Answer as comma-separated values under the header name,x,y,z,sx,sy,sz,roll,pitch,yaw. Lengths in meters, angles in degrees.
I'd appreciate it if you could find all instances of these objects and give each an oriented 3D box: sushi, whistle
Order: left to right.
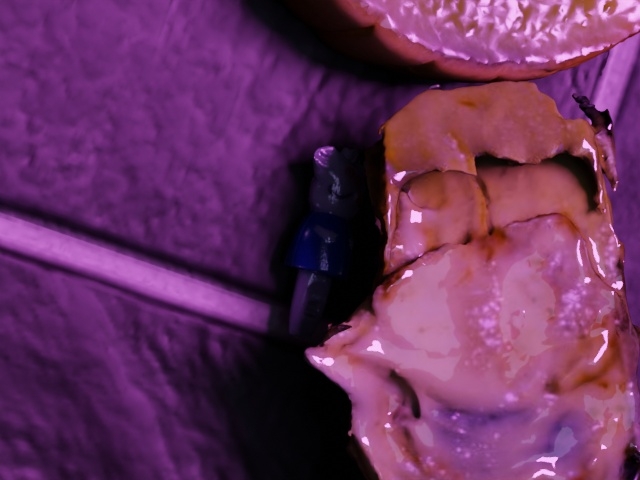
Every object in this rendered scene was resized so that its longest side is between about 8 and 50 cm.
name,x,y,z,sx,sy,sz,roll,pitch,yaw
whistle,0.000,0.000,0.754,0.033,0.029,0.083,17,85,-44
sushi,0.065,0.080,0.751,0.139,0.131,0.291,-5,107,-1

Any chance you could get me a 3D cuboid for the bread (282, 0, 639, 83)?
name,x,y,z,sx,sy,sz,roll,pitch,yaw
bread,0.064,-0.179,0.741,0.236,0.070,0.236,-4,99,-24
